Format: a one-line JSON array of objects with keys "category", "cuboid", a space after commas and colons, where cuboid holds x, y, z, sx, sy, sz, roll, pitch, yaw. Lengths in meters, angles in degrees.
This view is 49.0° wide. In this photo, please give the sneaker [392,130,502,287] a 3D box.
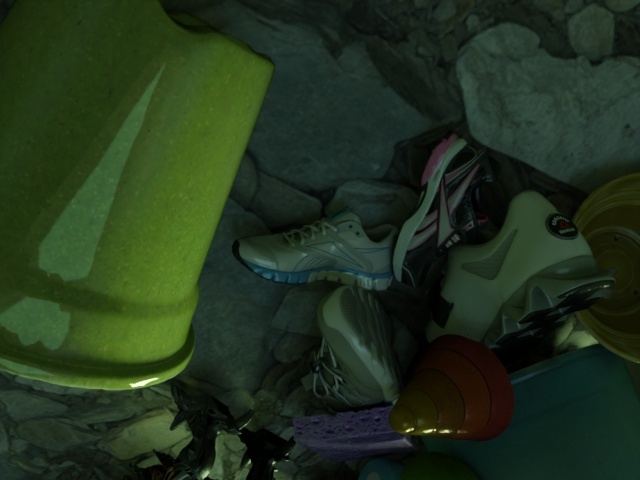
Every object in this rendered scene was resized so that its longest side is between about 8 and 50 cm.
[{"category": "sneaker", "cuboid": [0.133, -0.019, 0.739, 0.077, 0.072, 0.178, 26, 122, 17]}]

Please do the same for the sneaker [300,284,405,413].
[{"category": "sneaker", "cuboid": [0.030, 0.150, 0.793, 0.115, 0.105, 0.281, -15, 144, 6]}]

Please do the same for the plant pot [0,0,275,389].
[{"category": "plant pot", "cuboid": [-0.169, -0.069, 0.544, 0.276, 0.276, 0.253, 24, 103, -28]}]

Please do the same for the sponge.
[{"category": "sponge", "cuboid": [0.050, 0.241, 0.864, 0.117, 0.031, 0.210, -10, 156, 10]}]

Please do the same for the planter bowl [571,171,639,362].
[{"category": "planter bowl", "cuboid": [0.365, 0.034, 0.825, 0.217, 0.090, 0.217, 1, 84, -9]}]

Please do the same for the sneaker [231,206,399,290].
[{"category": "sneaker", "cuboid": [0.000, 0.000, 0.744, 0.191, 0.071, 0.082, 4, 116, -28]}]

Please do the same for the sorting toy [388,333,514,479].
[{"category": "sorting toy", "cuboid": [0.106, 0.286, 0.753, 0.126, 0.127, 0.365, -11, 111, -44]}]

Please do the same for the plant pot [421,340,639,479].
[{"category": "plant pot", "cuboid": [0.284, 0.292, 0.834, 0.272, 0.255, 0.271, -18, 158, -7]}]

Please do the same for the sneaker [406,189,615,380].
[{"category": "sneaker", "cuboid": [0.188, 0.066, 0.816, 0.123, 0.146, 0.330, -6, 150, -31]}]

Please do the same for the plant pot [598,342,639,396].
[{"category": "plant pot", "cuboid": [0.557, 0.195, 0.939, 0.274, 0.256, 0.256, -2, 125, -34]}]

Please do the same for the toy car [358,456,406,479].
[{"category": "toy car", "cuboid": [0.124, 0.443, 0.941, 0.219, 0.237, 0.210, 26, 132, -32]}]

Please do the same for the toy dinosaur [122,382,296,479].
[{"category": "toy dinosaur", "cuboid": [-0.129, 0.306, 0.803, 0.322, 0.218, 0.164, 9, 150, 27]}]
